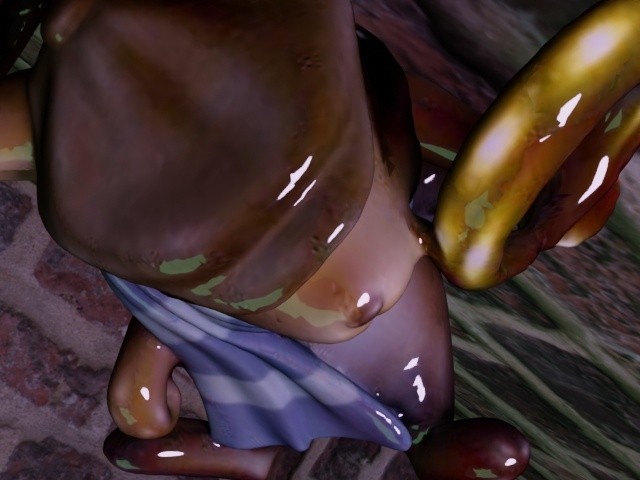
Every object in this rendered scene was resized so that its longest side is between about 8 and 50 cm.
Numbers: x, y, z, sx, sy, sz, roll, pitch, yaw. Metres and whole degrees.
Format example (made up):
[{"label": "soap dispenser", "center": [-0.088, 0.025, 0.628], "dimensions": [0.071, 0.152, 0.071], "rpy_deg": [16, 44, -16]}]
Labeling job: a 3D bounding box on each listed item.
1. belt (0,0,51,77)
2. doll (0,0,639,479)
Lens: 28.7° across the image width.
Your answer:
[{"label": "belt", "center": [-0.196, -0.142, 0.658], "dimensions": [0.105, 0.184, 0.261], "rpy_deg": [35, 171, -12]}, {"label": "doll", "center": [0.002, 0.004, 0.561], "dimensions": [0.209, 0.318, 0.340], "rpy_deg": [62, -179, 31]}]
